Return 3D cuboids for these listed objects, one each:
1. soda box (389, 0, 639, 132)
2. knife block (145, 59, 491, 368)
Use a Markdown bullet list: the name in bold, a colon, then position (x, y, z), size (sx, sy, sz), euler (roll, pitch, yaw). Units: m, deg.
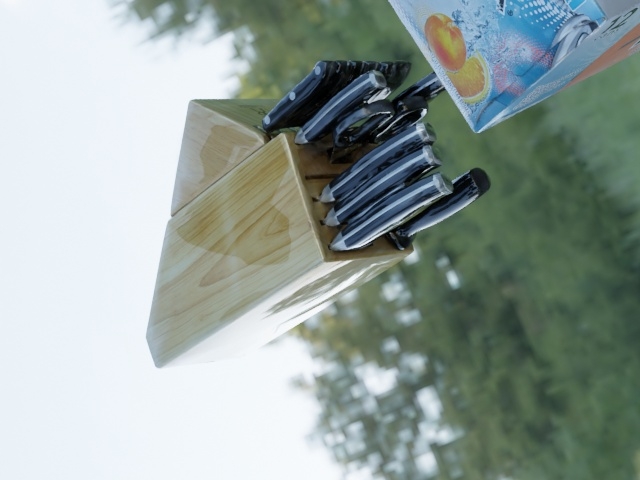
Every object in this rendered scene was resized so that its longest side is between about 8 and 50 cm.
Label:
- **soda box**: position (0.097, -0.094, 0.440), size (0.183, 0.058, 0.063), euler (-28, -98, -34)
- **knife block**: position (0.000, 0.000, 1.191), size (0.088, 0.275, 0.242), euler (-4, -156, -41)
